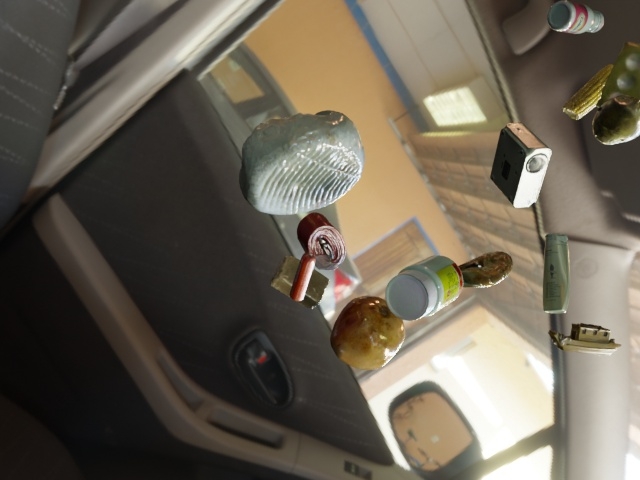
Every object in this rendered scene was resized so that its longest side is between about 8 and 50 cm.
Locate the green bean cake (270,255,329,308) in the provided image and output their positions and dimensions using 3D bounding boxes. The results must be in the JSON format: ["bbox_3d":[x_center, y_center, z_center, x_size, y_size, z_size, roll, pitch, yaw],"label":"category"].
[{"bbox_3d":[-0.070,0.140,2.172,0.179,0.109,0.085,35,-34,-11],"label":"green bean cake"}]

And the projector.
[{"bbox_3d":[0.722,-0.274,2.343,0.198,0.108,0.250,-112,-159,-48],"label":"projector"}]

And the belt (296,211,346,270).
[{"bbox_3d":[0.000,0.000,2.165,0.124,0.128,0.200,51,-10,49],"label":"belt"}]

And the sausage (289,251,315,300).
[{"bbox_3d":[-0.037,0.074,1.401,0.034,0.034,0.129,58,-39,44],"label":"sausage"}]

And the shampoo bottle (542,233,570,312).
[{"bbox_3d":[0.626,0.087,1.710,0.049,0.072,0.212,18,68,-35],"label":"shampoo bottle"}]

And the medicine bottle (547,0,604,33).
[{"bbox_3d":[0.805,-0.695,2.011,0.217,0.090,0.090,-9,55,-39],"label":"medicine bottle"}]

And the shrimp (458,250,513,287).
[{"bbox_3d":[0.424,0.081,1.747,0.051,0.217,0.115,54,46,-24],"label":"shrimp"}]

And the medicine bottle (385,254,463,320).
[{"bbox_3d":[0.272,0.122,1.673,0.225,0.139,0.139,-16,69,-56],"label":"medicine bottle"}]

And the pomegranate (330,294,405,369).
[{"bbox_3d":[0.152,0.320,2.162,0.229,0.270,0.252,35,42,2],"label":"pomegranate"}]

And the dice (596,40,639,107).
[{"bbox_3d":[1.095,-0.528,2.179,0.227,0.238,0.233,29,29,23],"label":"dice"}]

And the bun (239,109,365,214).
[{"bbox_3d":[-0.052,-0.216,1.693,0.354,0.355,0.194,52,15,-61],"label":"bun"}]

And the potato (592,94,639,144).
[{"bbox_3d":[0.948,-0.381,2.028,0.149,0.113,0.251,49,-10,11],"label":"potato"}]

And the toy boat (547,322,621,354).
[{"bbox_3d":[0.709,0.262,1.725,0.057,0.201,0.077,-153,-110,-79],"label":"toy boat"}]

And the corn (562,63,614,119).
[{"bbox_3d":[1.050,-0.569,2.469,0.093,0.244,0.093,44,12,-12],"label":"corn"}]
